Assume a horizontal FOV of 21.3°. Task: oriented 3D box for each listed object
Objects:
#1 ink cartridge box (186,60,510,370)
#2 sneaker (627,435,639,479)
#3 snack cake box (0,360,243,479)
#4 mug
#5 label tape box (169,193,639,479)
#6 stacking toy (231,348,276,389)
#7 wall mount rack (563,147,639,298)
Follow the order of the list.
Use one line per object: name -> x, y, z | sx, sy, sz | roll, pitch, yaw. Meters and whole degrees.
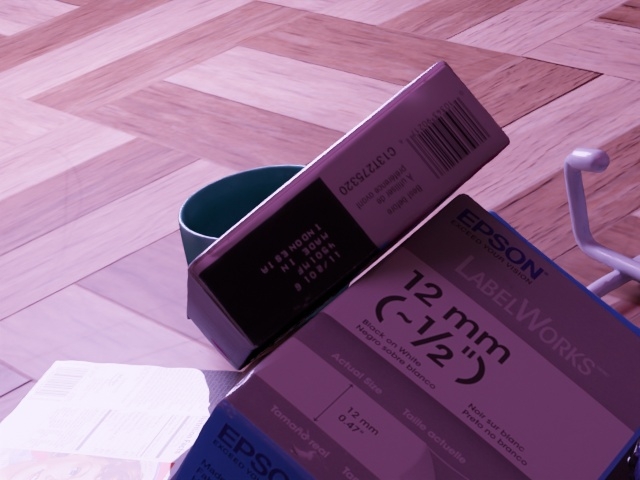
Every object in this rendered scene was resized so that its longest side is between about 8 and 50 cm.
ink cartridge box -> 0.000, 0.000, 1.050 | 0.176, 0.069, 0.371 | -39, 0, -8
sneaker -> 0.236, 0.104, 0.689 | 0.221, 0.087, 0.083 | 10, 34, 13
snack cake box -> -0.148, 0.180, 1.035 | 0.152, 0.089, 0.264 | 3, 29, 22
mug -> -0.040, 0.018, 1.310 | 0.129, 0.097, 0.158 | -6, 27, 10
label tape box -> 0.119, 0.106, 0.918 | 0.249, 0.115, 0.347 | 40, 46, 11
stacking toy -> -0.039, 0.202, 0.914 | 0.141, 0.141, 0.330 | 0, 33, 22
wall mount rack -> 0.350, -0.027, 1.207 | 0.350, 0.130, 0.304 | -25, 29, -25
